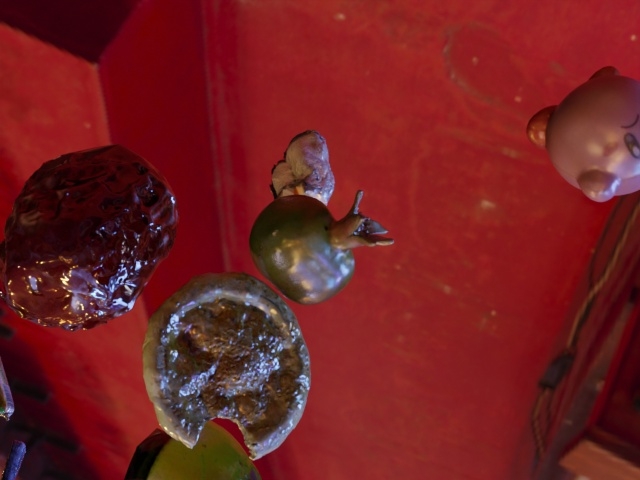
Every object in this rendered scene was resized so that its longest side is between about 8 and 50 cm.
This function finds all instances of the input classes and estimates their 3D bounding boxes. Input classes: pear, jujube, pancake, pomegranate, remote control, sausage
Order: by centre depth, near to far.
[{"bbox_3d":[-0.118,0.160,1.408,0.253,0.254,0.037,36,154,-18],"label":"pancake"},{"bbox_3d":[0.000,0.000,1.461,0.191,0.131,0.152,-29,118,30],"label":"pomegranate"},{"bbox_3d":[-0.503,0.167,1.618,0.269,0.032,0.033,58,173,38],"label":"sausage"},{"bbox_3d":[-0.355,-0.007,1.647,0.258,0.377,0.258,2,124,3],"label":"jujube"},{"bbox_3d":[-0.512,0.394,1.753,0.027,0.153,0.043,22,133,-14],"label":"remote control"},{"bbox_3d":[-0.215,0.522,1.988,0.165,0.399,0.399,5,146,19],"label":"pear"}]

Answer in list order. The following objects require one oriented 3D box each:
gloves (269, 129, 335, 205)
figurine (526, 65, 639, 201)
[{"bbox_3d":[-0.029,-0.097,1.652,0.070,0.153,0.114,22,132,-32],"label":"gloves"},{"bbox_3d":[0.395,-0.140,1.464,0.173,0.173,0.173,20,151,11],"label":"figurine"}]
